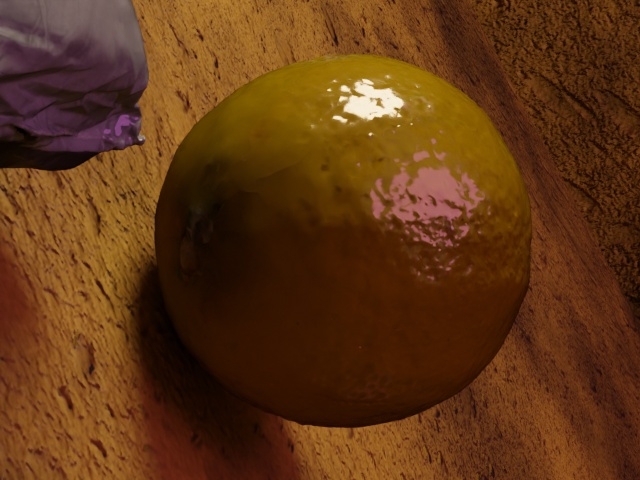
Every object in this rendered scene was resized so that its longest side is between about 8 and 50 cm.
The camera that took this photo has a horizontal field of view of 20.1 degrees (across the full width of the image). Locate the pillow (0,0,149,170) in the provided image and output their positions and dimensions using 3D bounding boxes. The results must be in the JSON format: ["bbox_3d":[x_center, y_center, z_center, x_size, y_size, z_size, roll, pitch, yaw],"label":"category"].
[{"bbox_3d":[-0.203,-0.166,0.896,0.283,0.138,0.310,67,19,5],"label":"pillow"}]

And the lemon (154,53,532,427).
[{"bbox_3d":[0.000,0.000,1.145,0.219,0.240,0.240,4,60,-45],"label":"lemon"}]
